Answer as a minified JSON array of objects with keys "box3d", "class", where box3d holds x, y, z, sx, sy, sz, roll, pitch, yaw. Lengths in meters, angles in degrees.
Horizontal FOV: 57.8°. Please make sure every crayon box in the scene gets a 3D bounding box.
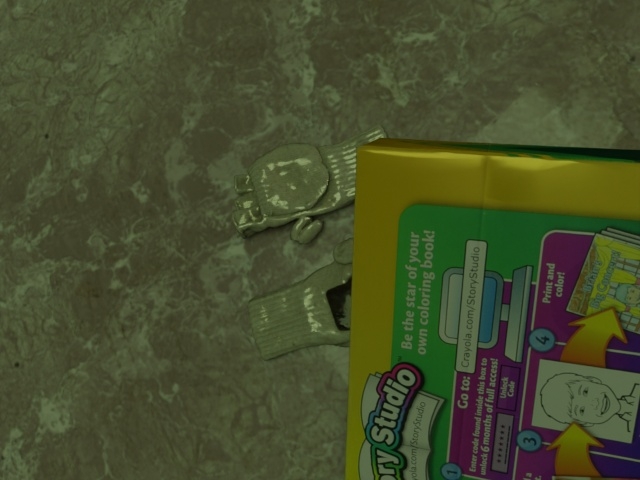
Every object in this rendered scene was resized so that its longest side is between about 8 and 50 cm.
[{"box3d":[0.183,0.105,0.490,0.313,0.106,0.363,6,106,17],"class":"crayon box"}]

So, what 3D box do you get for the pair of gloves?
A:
[{"box3d":[0.000,0.000,0.645,0.204,0.042,0.240,-12,79,14],"class":"pair of gloves"}]
